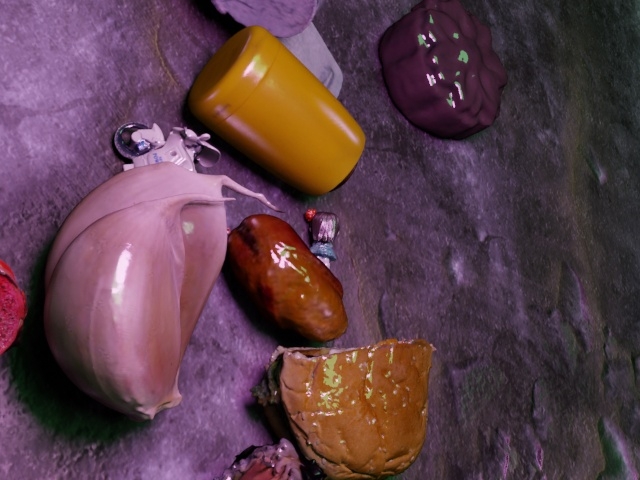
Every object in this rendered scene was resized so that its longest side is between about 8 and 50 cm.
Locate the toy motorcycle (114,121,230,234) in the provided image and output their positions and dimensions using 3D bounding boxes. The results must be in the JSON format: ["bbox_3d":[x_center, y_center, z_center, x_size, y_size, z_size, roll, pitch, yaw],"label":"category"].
[{"bbox_3d":[-0.210,-0.077,1.350,0.150,0.102,0.221,-6,70,-21],"label":"toy motorcycle"}]

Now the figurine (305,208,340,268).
[{"bbox_3d":[0.000,0.000,1.531,0.060,0.047,0.106,6,68,0],"label":"figurine"}]

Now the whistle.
[{"bbox_3d":[-0.062,-0.393,1.541,0.188,0.404,0.168,16,49,15],"label":"whistle"}]

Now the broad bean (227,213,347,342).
[{"bbox_3d":[-0.048,0.062,1.403,0.122,0.156,0.228,-39,108,-3],"label":"broad bean"}]

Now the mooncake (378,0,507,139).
[{"bbox_3d":[0.256,-0.343,1.857,0.283,0.141,0.283,18,61,-36],"label":"mooncake"}]

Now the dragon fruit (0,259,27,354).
[{"bbox_3d":[-0.422,0.067,1.096,0.153,0.153,0.111,27,14,-30],"label":"dragon fruit"}]

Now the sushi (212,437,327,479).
[{"bbox_3d":[-0.059,0.391,1.165,0.218,0.238,0.225,48,34,-5],"label":"sushi"}]

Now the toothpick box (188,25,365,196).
[{"bbox_3d":[-0.059,-0.194,1.483,0.271,0.175,0.175,38,49,-26],"label":"toothpick box"}]

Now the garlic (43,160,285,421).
[{"bbox_3d":[-0.212,0.036,1.151,0.246,0.231,0.340,32,80,-8],"label":"garlic"}]

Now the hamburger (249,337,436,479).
[{"bbox_3d":[0.051,0.251,1.370,0.309,0.132,0.211,2,84,-39],"label":"hamburger"}]
